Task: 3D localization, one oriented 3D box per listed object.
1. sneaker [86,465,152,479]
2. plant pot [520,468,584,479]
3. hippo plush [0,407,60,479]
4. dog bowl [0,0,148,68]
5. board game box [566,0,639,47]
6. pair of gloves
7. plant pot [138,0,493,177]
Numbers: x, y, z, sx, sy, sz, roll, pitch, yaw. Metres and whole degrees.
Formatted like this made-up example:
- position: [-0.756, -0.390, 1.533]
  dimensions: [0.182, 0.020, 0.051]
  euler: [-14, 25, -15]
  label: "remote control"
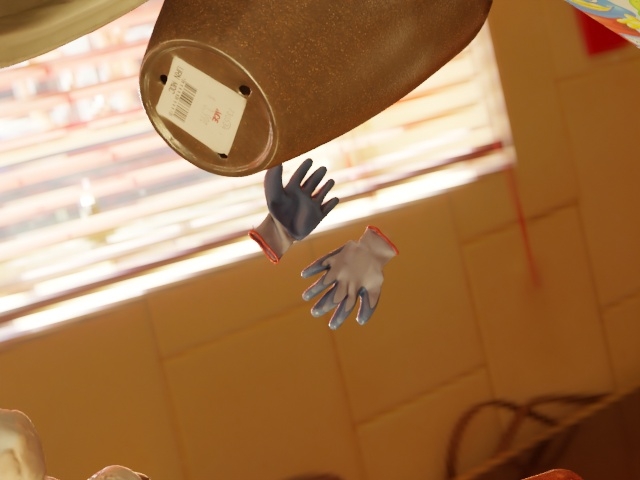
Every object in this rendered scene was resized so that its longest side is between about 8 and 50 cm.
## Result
- position: [-0.088, 0.233, 1.097]
  dimensions: [0.101, 0.268, 0.153]
  euler: [28, 50, 36]
  label: "sneaker"
- position: [0.188, 0.361, 1.368]
  dimensions: [0.267, 0.236, 0.267]
  euler: [-11, 31, -31]
  label: "plant pot"
- position: [-0.294, 0.241, 1.027]
  dimensions: [0.234, 0.294, 0.236]
  euler: [-25, 33, 16]
  label: "hippo plush"
- position: [-0.150, -0.292, 1.067]
  dimensions: [0.408, 0.150, 0.408]
  euler: [-35, -4, -3]
  label: "dog bowl"
- position: [0.204, -0.227, 0.984]
  dimensions: [0.275, 0.144, 0.142]
  euler: [21, 0, -41]
  label: "board game box"
- position: [0.000, 0.000, 1.731]
  dimensions: [0.023, 0.198, 0.159]
  euler: [-35, 11, 46]
  label: "pair of gloves"
- position: [-0.022, -0.151, 1.076]
  dimensions: [0.215, 0.215, 0.230]
  euler: [-7, 32, 40]
  label: "plant pot"
